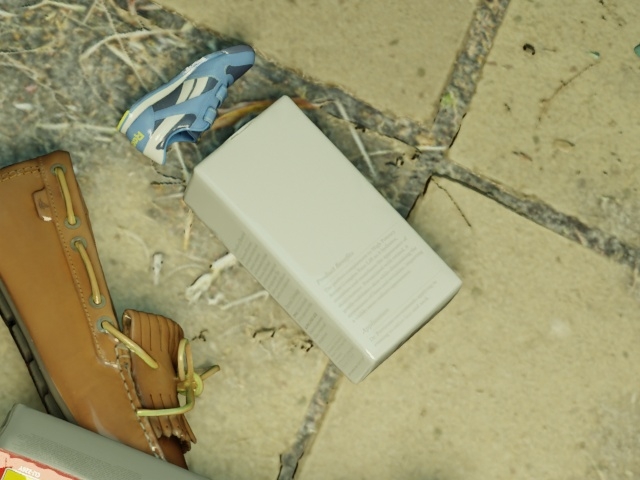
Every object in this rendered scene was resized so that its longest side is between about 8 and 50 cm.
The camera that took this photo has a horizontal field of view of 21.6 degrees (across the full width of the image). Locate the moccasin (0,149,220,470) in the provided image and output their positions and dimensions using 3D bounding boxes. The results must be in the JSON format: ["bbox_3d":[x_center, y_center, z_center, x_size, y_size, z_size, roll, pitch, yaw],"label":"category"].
[{"bbox_3d":[-0.163,0.098,1.375,0.147,0.139,0.380,-27,69,-11],"label":"moccasin"}]

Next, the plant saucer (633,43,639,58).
[{"bbox_3d":[0.392,-0.133,1.642,0.067,0.018,0.192,-36,83,-21],"label":"plant saucer"}]

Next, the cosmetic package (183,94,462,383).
[{"bbox_3d":[0.000,0.000,1.468,0.117,0.085,0.231,-39,82,-22],"label":"cosmetic package"}]

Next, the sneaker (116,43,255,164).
[{"bbox_3d":[-0.111,-0.122,1.501,0.144,0.053,0.059,-37,82,-13],"label":"sneaker"}]

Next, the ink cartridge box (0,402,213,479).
[{"bbox_3d":[-0.138,0.310,1.229,0.309,0.130,0.272,22,97,-5],"label":"ink cartridge box"}]
